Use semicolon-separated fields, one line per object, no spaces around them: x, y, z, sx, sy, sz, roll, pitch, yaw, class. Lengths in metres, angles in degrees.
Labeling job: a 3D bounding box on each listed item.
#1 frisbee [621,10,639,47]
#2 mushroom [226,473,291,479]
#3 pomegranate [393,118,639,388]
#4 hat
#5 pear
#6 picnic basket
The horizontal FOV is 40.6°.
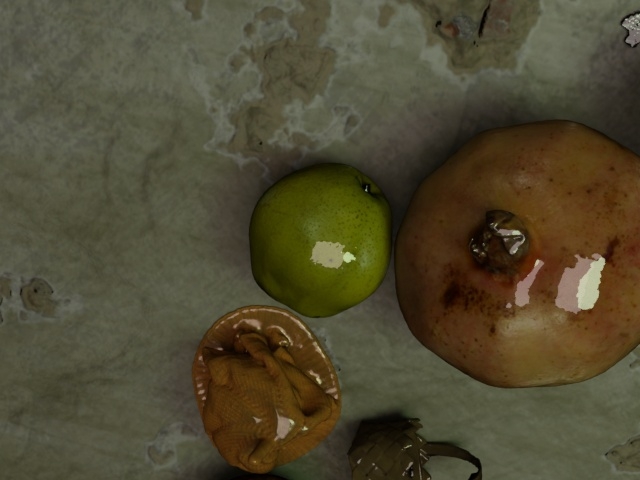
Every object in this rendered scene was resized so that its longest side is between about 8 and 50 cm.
0.479;-0.290;1.108;0.187;0.012;0.211;-7;105;3;frisbee
-0.067;0.462;1.233;0.278;0.163;0.297;-20;114;13;mushroom
0.245;0.020;1.024;0.338;0.338;0.338;0;105;0;pomegranate
-0.084;0.244;1.142;0.233;0.233;0.244;35;101;-7;hat
-0.001;-0.001;1.101;0.198;0.198;0.198;0;105;0;pear
0.136;0.321;1.213;0.178;0.128;0.138;-4;109;19;picnic basket
